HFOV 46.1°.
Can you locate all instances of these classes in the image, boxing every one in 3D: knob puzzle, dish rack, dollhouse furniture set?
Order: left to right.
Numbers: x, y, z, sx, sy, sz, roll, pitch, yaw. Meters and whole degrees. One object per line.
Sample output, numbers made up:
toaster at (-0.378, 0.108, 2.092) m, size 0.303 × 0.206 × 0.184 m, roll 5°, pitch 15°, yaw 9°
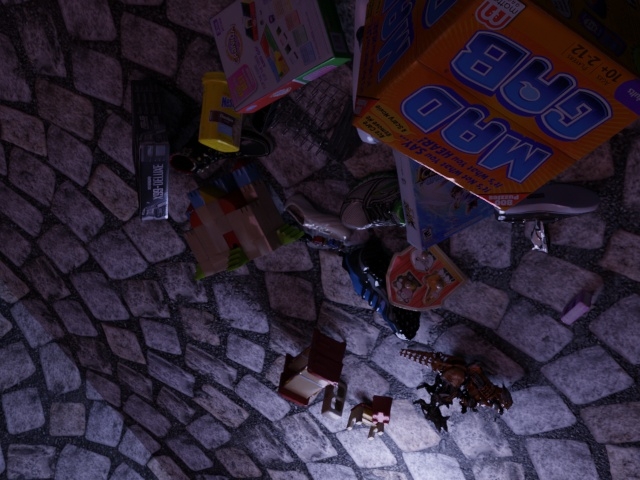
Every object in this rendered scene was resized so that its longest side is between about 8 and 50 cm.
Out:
dish rack at (-0.020, -0.303, 1.831) m, size 0.272 × 0.074 × 0.208 m, roll 31°, pitch 135°, yaw 6°
dollhouse furniture set at (0.076, 0.453, 2.344) m, size 0.374 × 0.152 × 0.201 m, roll 30°, pitch 136°, yaw -17°
knob puzzle at (0.255, 0.105, 1.951) m, size 0.213 × 0.030 × 0.213 m, roll 1°, pitch 105°, yaw 3°

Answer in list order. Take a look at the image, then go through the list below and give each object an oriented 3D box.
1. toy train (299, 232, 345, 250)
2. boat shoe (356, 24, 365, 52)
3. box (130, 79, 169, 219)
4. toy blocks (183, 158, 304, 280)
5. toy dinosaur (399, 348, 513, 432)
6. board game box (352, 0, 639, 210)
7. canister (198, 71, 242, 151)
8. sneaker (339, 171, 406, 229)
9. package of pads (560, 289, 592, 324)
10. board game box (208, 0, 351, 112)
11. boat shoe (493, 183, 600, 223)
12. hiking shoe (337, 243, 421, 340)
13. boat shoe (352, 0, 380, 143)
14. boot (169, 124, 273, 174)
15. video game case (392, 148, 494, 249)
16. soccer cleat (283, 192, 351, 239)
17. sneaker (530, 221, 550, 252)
toy train at (0.000, 0.000, 2.068) m, size 0.158 × 0.027 × 0.036 m, roll 13°, pitch 158°, yaw 34°
boat shoe at (0.151, -0.373, 1.538) m, size 0.183 × 0.083 × 0.065 m, roll 32°, pitch 118°, yaw -27°
box at (-0.452, -0.242, 1.991) m, size 0.077 × 0.307 × 0.242 m, roll -4°, pitch 134°, yaw -16°
toy blocks at (-0.262, -0.064, 2.114) m, size 0.382 × 0.191 × 0.260 m, roll -20°, pitch 100°, yaw 39°
toy dinosaur at (0.376, 0.398, 2.128) m, size 0.322 × 0.164 × 0.218 m, roll 42°, pitch 122°, yaw 21°
board game box at (0.313, -0.344, 1.331) m, size 0.356 × 0.356 × 0.356 m, roll 26°, pitch 139°, yaw -22°
canister at (-0.243, -0.314, 1.861) m, size 0.073 × 0.126 × 0.169 m, roll 1°, pitch 82°, yaw 28°
sneaker at (0.176, -0.095, 1.828) m, size 0.344 × 0.146 × 0.134 m, roll -18°, pitch 113°, yaw 40°
package of pads at (0.623, 0.164, 1.832) m, size 0.032 × 0.050 × 0.083 m, roll 35°, pitch 134°, yaw 2°
board game box at (-0.100, -0.456, 1.694) m, size 0.317 × 0.064 × 0.242 m, roll -19°, pitch 85°, yaw 39°
boat shoe at (0.500, -0.069, 1.678) m, size 0.229 × 0.080 × 0.076 m, roll -4°, pitch 136°, yaw 4°
hiking shoe at (0.169, 0.141, 2.060) m, size 0.132 × 0.113 × 0.304 m, roll -8°, pitch 115°, yaw 52°
boat shoe at (0.163, -0.378, 1.638) m, size 0.157 × 0.136 × 0.366 m, roll 11°, pitch 119°, yaw 19°
boot at (-0.260, -0.226, 1.958) m, size 0.237 × 0.178 × 0.085 m, roll 13°, pitch 130°, yaw 22°
video game case at (0.298, -0.140, 1.647) m, size 0.061 × 0.270 × 0.244 m, roll 37°, pitch 147°, yaw 52°
soccer cleat at (-0.011, -0.052, 2.019) m, size 0.196 × 0.076 × 0.068 m, roll 33°, pitch 134°, yaw 3°
sneaker at (0.511, -0.017, 1.765) m, size 0.044 × 0.040 × 0.109 m, roll 5°, pitch 126°, yaw 30°
